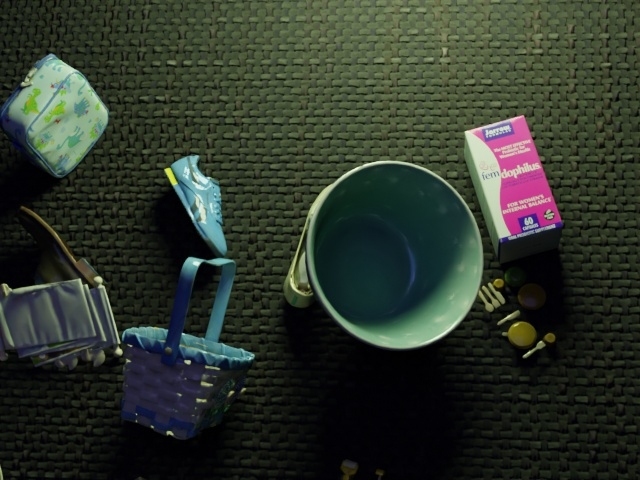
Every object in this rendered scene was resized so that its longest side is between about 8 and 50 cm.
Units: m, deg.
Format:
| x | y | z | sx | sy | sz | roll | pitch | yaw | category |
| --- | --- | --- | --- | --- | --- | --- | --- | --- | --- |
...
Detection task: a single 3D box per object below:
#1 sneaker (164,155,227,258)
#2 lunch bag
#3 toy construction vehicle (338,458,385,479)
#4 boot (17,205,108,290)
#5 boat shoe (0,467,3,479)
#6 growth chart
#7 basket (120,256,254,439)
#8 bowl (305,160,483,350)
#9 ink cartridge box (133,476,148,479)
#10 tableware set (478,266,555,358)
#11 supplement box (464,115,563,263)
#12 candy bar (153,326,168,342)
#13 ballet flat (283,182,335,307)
| x | y | z | sx | sy | sz | roll | pitch | yaw | category |
| --- | --- | --- | --- | --- | --- | --- | --- | --- | --- |
| -0.208 | -0.066 | 1.949 | 0.082 | 0.069 | 0.209 | -27 | 70 | -7 | sneaker |
| -0.488 | -0.221 | 1.955 | 0.090 | 0.219 | 0.176 | 31 | 78 | 16 | lunch bag |
| 0.057 | 0.418 | 1.771 | 0.086 | 0.035 | 0.098 | 10 | 70 | 22 | toy construction vehicle |
| -0.497 | 0.039 | 1.938 | 0.219 | 0.082 | 0.106 | 42 | 81 | 12 | boot |
| -0.590 | 0.450 | 1.817 | 0.075 | 0.065 | 0.206 | 0 | 71 | 7 | boat shoe |
| -0.476 | 0.147 | 1.898 | 0.237 | 0.021 | 0.172 | -4 | 100 | 4 | growth chart |
| -0.210 | 0.169 | 1.777 | 0.201 | 0.255 | 0.289 | 10 | 91 | 12 | basket |
| 0.100 | 0.035 | 1.795 | 0.311 | 0.163 | 0.312 | 3 | 79 | -18 | bowl |
| -0.319 | 0.536 | 1.743 | 0.193 | 0.088 | 0.235 | -29 | 71 | -5 | ink cartridge box |
| 0.347 | 0.123 | 1.842 | 0.104 | 0.024 | 0.154 | -32 | 69 | -8 | tableware set |
| 0.333 | -0.089 | 1.869 | 0.111 | 0.114 | 0.220 | -16 | 68 | 2 | supplement box |
| -0.300 | 0.230 | 1.883 | 0.040 | 0.018 | 0.161 | 12 | 73 | 14 | candy bar |
| 0.000 | 0.000 | 1.894 | 0.086 | 0.086 | 0.248 | 15 | 73 | 12 | ballet flat |
